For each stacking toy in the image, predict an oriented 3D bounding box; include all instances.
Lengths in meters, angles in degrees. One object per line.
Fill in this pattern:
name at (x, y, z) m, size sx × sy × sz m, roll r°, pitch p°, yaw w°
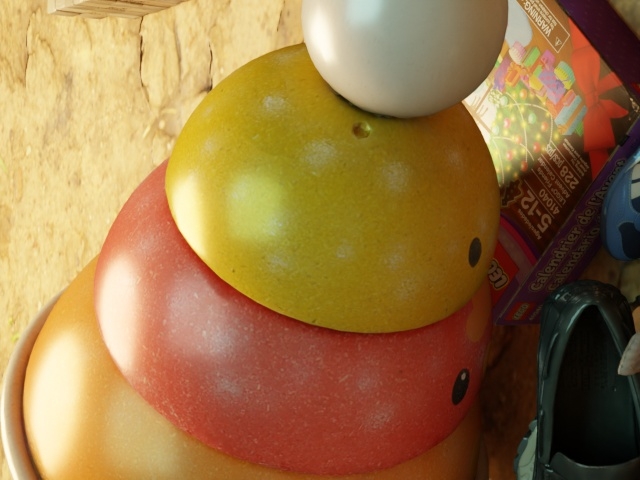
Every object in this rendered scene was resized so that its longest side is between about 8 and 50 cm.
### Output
stacking toy at (0.000, 0.000, 1.074) m, size 0.350 × 0.351 × 0.480 m, roll 61°, pitch 146°, yaw 35°

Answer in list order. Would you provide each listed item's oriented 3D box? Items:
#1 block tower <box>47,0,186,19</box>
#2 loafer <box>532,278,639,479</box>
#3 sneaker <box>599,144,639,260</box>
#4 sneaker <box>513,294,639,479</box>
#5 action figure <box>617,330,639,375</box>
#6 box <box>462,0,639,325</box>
block tower at (-0.129, -0.272, 1.543) m, size 0.335 × 0.091 × 0.097 m, roll -4°, pitch 86°, yaw 53°
loafer at (0.162, 0.135, 1.025) m, size 0.078 × 0.076 × 0.223 m, roll -36°, pitch -58°, yaw -82°
sneaker at (0.228, -0.036, 1.086) m, size 0.059 × 0.053 × 0.144 m, roll 55°, pitch 131°, yaw 36°
sneaker at (0.185, 0.166, 1.117) m, size 0.122 × 0.110 × 0.283 m, roll 29°, pitch 101°, yaw 14°
action figure at (0.312, 0.129, 0.872) m, size 0.330 × 0.179 × 0.341 m, roll 27°, pitch 135°, yaw 46°
box at (0.122, -0.112, 1.226) m, size 0.293 × 0.057 × 0.201 m, roll 59°, pitch 133°, yaw 36°
